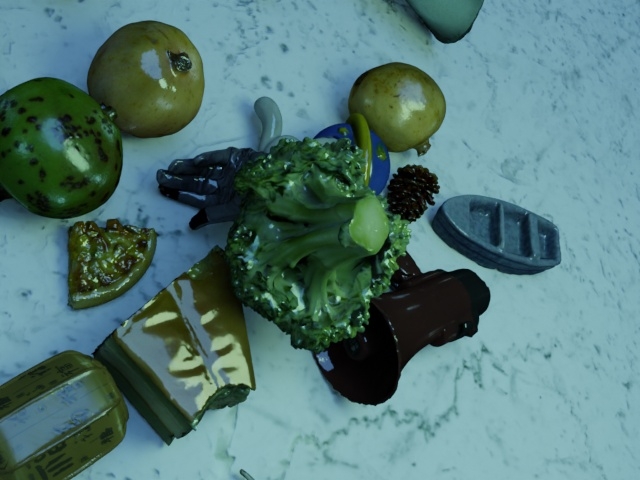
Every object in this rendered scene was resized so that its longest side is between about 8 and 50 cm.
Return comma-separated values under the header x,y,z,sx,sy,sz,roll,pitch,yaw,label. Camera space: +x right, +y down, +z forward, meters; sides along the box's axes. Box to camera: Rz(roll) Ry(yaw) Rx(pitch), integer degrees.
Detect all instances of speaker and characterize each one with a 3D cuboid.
x,y,z,sx,sy,sz,roll,pitch,yaw,label
0.122,0.113,1.313,0.259,0.198,0.329,26,31,31,speaker

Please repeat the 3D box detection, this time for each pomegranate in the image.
x,y,z,sx,sy,sz,roll,pitch,yaw,label
0.151,-0.242,1.433,0.196,0.196,0.196,11,64,-23,pomegranate
-0.405,-0.116,1.089,0.263,0.211,0.211,-33,85,-5,pomegranate
-0.277,-0.260,1.217,0.191,0.191,0.191,11,64,-23,pomegranate

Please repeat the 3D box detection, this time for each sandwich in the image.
x,y,z,sx,sy,sz,roll,pitch,yaw,label
-0.175,0.155,1.106,0.198,0.155,0.227,49,55,-3,sandwich

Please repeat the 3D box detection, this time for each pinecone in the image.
x,y,z,sx,sy,sz,roll,pitch,yaw,label
0.171,-0.086,1.429,0.102,0.102,0.109,26,87,-15,pinecone

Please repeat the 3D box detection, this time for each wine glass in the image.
x,y,z,sx,sy,sz,roll,pitch,yaw,label
0.109,-0.565,1.521,0.405,0.267,0.267,7,66,-18,wine glass

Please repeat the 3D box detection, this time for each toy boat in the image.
x,y,z,sx,sy,sz,roll,pitch,yaw,label
0.344,-0.015,1.490,0.282,0.078,0.127,16,63,-20,toy boat

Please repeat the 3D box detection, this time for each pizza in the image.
x,y,z,sx,sy,sz,roll,pitch,yaw,label
-0.331,0.024,1.146,0.134,0.046,0.175,37,57,-8,pizza

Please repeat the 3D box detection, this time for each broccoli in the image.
x,y,z,sx,sy,sz,roll,pitch,yaw,label
-0.001,-0.005,1.075,0.288,0.259,0.235,59,30,-14,broccoli

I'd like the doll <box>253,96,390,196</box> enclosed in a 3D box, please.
x,y,z,sx,sy,sz,roll,pitch,yaw,label
0.004,-0.098,1.307,0.242,0.159,0.311,13,73,-25,doll

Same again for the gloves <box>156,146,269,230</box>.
x,y,z,sx,sy,sz,roll,pitch,yaw,label
-0.124,-0.086,1.222,0.285,0.119,0.142,2,78,5,gloves

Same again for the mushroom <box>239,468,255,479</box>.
x,y,z,sx,sy,sz,roll,pitch,yaw,label
-0.027,0.465,1.116,0.306,0.043,0.068,43,42,-3,mushroom

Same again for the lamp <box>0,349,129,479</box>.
x,y,z,sx,sy,sz,roll,pitch,yaw,label
-0.354,0.240,0.977,0.185,0.161,0.161,-33,86,-36,lamp
